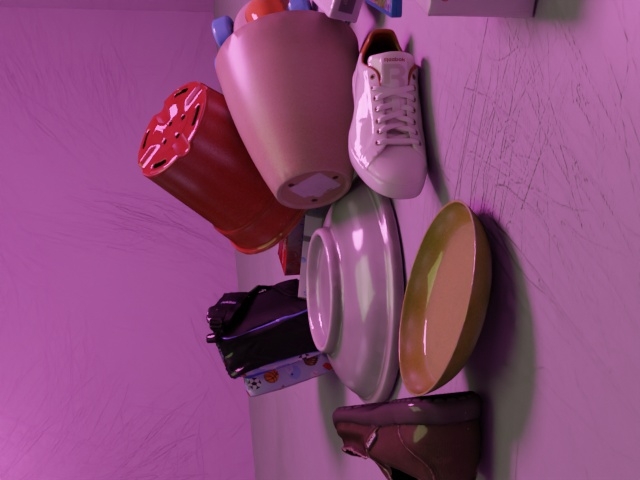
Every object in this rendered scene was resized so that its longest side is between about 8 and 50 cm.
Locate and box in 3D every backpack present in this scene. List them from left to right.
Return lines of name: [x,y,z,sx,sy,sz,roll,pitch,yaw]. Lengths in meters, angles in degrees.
backpack: [-0.091,0.188,1.971,0.263,0.276,0.213,-118,15,-72]

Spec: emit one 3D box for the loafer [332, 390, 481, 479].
loafer: [0.105,0.277,1.259,0.366,0.134,0.130,135,130,-73]

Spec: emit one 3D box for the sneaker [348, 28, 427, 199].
sneaker: [0.091,-0.189,1.337,0.123,0.106,0.290,98,166,-48]

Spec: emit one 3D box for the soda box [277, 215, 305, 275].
soda box: [-0.031,-0.055,1.976,0.083,0.092,0.263,-112,23,-54]

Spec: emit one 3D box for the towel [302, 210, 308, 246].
towel: [-0.002,-0.030,1.919,0.029,0.067,0.119,36,133,42]

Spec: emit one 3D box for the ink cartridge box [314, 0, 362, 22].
ink cartridge box: [0.035,-0.488,1.598,0.232,0.066,0.189,-111,34,-62]

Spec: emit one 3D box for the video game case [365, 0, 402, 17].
video game case: [0.072,-0.341,1.052,0.119,0.015,0.166,-119,27,-64]

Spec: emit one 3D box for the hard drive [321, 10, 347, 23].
hard drive: [0.020,-0.575,1.795,0.210,0.040,0.318,103,162,-49]

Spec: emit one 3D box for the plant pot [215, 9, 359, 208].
plant pot: [-0.035,-0.202,1.612,0.256,0.256,0.274,109,153,-60]

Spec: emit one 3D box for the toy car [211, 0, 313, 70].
toy car: [-0.093,-0.399,2.115,0.238,0.219,0.210,54,-157,-56]

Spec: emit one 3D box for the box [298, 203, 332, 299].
box: [0.000,0.000,1.832,0.145,0.038,0.186,-60,-21,-56]

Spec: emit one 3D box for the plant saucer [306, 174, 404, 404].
plant saucer: [0.043,0.085,1.626,0.400,0.100,0.400,178,90,-78]

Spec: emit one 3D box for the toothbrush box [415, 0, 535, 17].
toothbrush box: [0.144,-0.384,1.028,0.283,0.122,0.206,-112,23,-56]

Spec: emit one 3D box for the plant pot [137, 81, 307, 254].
plant pot: [-0.182,-0.151,1.804,0.272,0.265,0.272,-30,44,34]

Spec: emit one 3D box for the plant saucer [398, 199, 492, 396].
plant saucer: [0.152,0.072,1.143,0.241,0.037,0.241,-166,90,-79]

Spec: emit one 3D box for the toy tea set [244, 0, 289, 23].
toy tea set: [-0.073,-0.364,1.871,0.336,0.200,0.124,99,156,-52]
